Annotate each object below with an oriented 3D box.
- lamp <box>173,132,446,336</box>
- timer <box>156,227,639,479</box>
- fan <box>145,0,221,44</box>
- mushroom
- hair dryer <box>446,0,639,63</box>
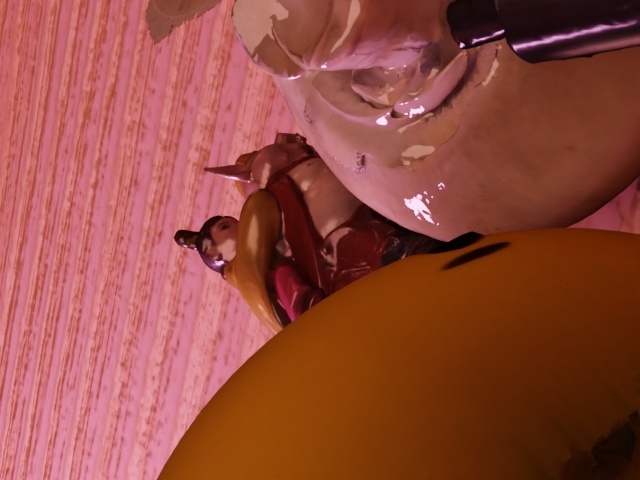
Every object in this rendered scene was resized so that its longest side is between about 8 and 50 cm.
[{"bbox_3d":[0.000,0.000,0.821,0.253,0.118,0.118,33,119,51],"label":"lamp"},{"bbox_3d":[0.080,0.110,0.367,0.285,0.285,0.285,7,99,52],"label":"timer"},{"bbox_3d":[-0.021,-0.272,0.755,0.233,0.012,0.414,-40,34,38],"label":"fan"},{"bbox_3d":[0.059,-0.115,0.665,0.246,0.202,0.246,16,113,42],"label":"mushroom"},{"bbox_3d":[0.202,-0.047,0.477,0.284,0.156,0.320,-11,103,66],"label":"hair dryer"}]
